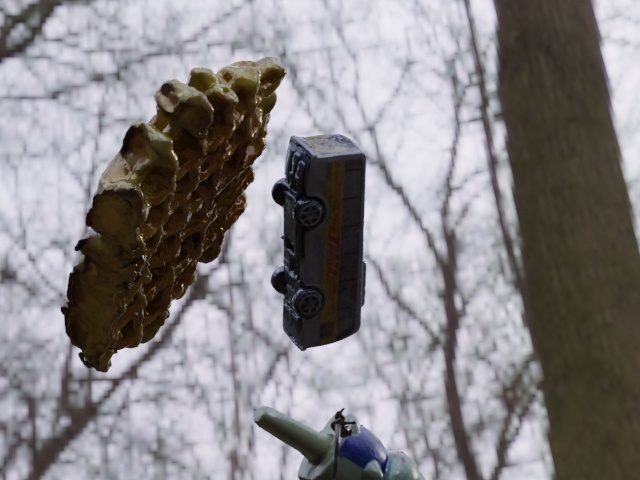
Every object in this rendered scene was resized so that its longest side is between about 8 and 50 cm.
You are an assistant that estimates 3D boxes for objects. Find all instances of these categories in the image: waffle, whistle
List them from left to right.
[{"bbox_3d":[-0.130,-0.027,1.549,0.309,0.065,0.283,-60,-13,6],"label":"waffle"},{"bbox_3d":[0.034,0.248,2.055,0.244,0.092,0.110,34,-12,-14],"label":"whistle"}]

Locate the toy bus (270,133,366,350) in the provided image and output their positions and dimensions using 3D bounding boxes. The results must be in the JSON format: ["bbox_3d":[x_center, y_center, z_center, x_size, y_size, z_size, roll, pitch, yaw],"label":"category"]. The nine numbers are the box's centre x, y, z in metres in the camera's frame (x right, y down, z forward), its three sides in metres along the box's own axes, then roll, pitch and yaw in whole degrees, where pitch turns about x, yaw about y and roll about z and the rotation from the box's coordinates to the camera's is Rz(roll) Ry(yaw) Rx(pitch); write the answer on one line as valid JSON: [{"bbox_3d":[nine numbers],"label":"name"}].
[{"bbox_3d":[0.000,0.000,1.654,0.075,0.064,0.190,-10,-64,-22],"label":"toy bus"}]

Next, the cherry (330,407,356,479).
[{"bbox_3d":[0.008,0.279,1.762,0.090,0.225,0.107,-5,-38,41],"label":"cherry"}]
